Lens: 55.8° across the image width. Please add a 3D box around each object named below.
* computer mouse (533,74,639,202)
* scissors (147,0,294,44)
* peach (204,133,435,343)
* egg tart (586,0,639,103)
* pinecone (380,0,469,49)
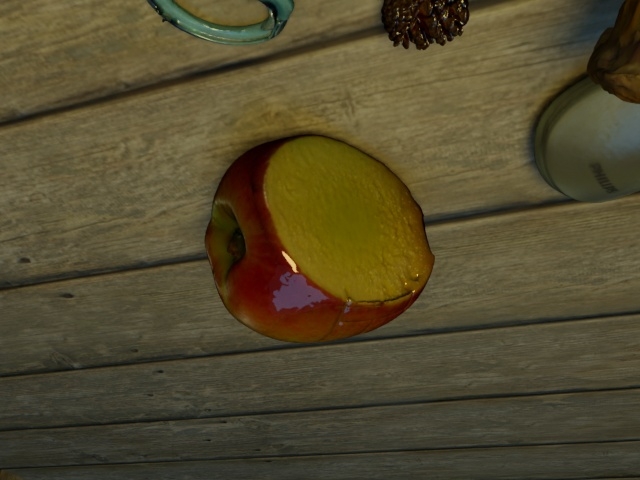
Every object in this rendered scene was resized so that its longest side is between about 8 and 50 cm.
[{"bbox_3d":[0.392,-0.136,0.636,0.197,0.095,0.331,29,137,-36],"label":"computer mouse"},{"bbox_3d":[-0.202,-0.282,0.541,0.393,0.032,0.180,10,143,-10],"label":"scissors"},{"bbox_3d":[0.000,0.000,0.753,0.275,0.248,0.245,6,180,-24],"label":"peach"},{"bbox_3d":[0.336,-0.207,0.381,0.352,0.352,0.150,-20,108,29],"label":"egg tart"},{"bbox_3d":[0.098,-0.215,0.572,0.083,0.077,0.077,10,144,-24],"label":"pinecone"}]
